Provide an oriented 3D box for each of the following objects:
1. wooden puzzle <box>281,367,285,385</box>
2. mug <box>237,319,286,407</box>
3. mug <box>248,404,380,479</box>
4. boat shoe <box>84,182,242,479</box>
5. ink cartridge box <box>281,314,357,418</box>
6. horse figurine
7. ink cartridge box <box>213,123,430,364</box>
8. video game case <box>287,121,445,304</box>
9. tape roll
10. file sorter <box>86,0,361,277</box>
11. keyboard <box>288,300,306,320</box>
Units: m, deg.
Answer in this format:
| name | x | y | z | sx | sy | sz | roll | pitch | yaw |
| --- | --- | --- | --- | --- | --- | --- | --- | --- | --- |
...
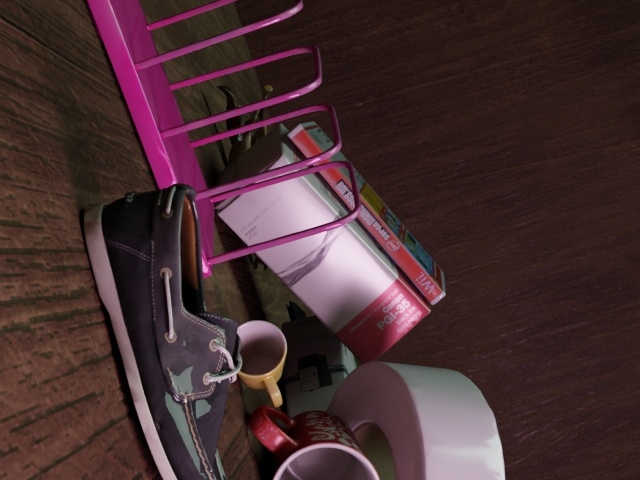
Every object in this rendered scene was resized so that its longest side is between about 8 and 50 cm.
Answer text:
| name | x | y | z | sx | sy | sz | roll | pitch | yaw |
| --- | --- | --- | --- | --- | --- | --- | --- | --- | --- |
| wooden puzzle | -0.051 | 0.174 | 1.684 | 0.116 | 0.014 | 0.078 | 69 | 8 | -49 |
| mug | -0.065 | 0.130 | 1.248 | 0.064 | 0.062 | 0.078 | 86 | 11 | -62 |
| mug | -0.004 | 0.226 | 1.271 | 0.169 | 0.113 | 0.150 | -113 | -173 | -83 |
| boat shoe | -0.089 | 0.078 | 0.799 | 0.084 | 0.079 | 0.233 | 62 | 12 | -85 |
| ink cartridge box | 0.010 | 0.222 | 1.638 | 0.208 | 0.087 | 0.153 | -95 | 170 | -53 |
| horse figurine | -0.089 | -0.110 | 1.773 | 0.263 | 0.066 | 0.174 | 63 | -34 | 34 |
| ink cartridge box | 0.000 | 0.000 | 1.585 | 0.283 | 0.117 | 0.207 | 47 | 9 | -14 |
| video game case | 0.066 | -0.043 | 1.620 | 0.285 | 0.025 | 0.204 | 49 | 8 | -1 |
| tape roll | 0.090 | 0.280 | 1.357 | 0.286 | 0.100 | 0.286 | -172 | -90 | -66 |
| file sorter | -0.086 | -0.150 | 1.194 | 0.202 | 0.182 | 0.290 | -100 | 172 | -68 |
| keyboard | -0.019 | 0.200 | 2.091 | 0.108 | 0.023 | 0.180 | 51 | 22 | -66 |
